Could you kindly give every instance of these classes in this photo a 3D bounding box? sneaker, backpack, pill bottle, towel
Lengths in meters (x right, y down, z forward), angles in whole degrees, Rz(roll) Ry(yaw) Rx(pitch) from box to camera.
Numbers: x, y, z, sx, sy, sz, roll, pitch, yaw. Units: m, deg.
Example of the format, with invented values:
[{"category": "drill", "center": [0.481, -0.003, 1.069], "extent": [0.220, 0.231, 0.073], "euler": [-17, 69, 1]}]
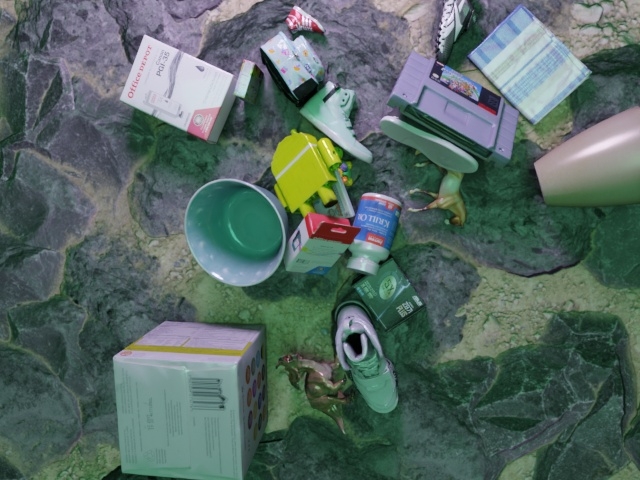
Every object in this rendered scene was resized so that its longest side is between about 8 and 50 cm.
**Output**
[{"category": "sneaker", "center": [0.326, -0.307, 1.449], "extent": [0.296, 0.104, 0.146], "euler": [32, 70, 12]}, {"category": "sneaker", "center": [0.082, -0.345, 1.504], "extent": [0.256, 0.094, 0.151], "euler": [40, 95, -2]}, {"category": "backpack", "center": [-0.078, -0.490, 1.462], "extent": [0.144, 0.166, 0.188], "euler": [-42, 95, 7]}, {"category": "pill bottle", "center": [0.149, -0.014, 1.498], "extent": [0.124, 0.124, 0.221], "euler": [15, 82, 3]}, {"category": "sneaker", "center": [0.132, 0.365, 1.527], "extent": [0.138, 0.210, 0.365], "euler": [-20, 95, 7]}, {"category": "towel", "center": [0.587, -0.492, 1.473], "extent": [0.209, 0.034, 0.285], "euler": [-45, 90, 11]}, {"category": "sneaker", "center": [0.383, -0.603, 1.453], "extent": [0.106, 0.078, 0.234], "euler": [10, 96, 6]}, {"category": "sneaker", "center": [-0.046, -0.616, 1.506], "extent": [0.118, 0.042, 0.067], "euler": [38, 95, 7]}]

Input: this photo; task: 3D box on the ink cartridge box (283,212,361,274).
[{"category": "ink cartridge box", "center": [0.000, 0.000, 1.479], "extent": [0.134, 0.078, 0.231], "euler": [9, 139, -29]}]

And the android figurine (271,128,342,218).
[{"category": "android figurine", "center": [-0.049, -0.192, 1.498], "extent": [0.248, 0.056, 0.272], "euler": [-41, 65, 34]}]

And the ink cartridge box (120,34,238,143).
[{"category": "ink cartridge box", "center": [-0.405, -0.434, 1.521], "extent": [0.283, 0.117, 0.207], "euler": [25, 99, 1]}]

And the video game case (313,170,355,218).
[{"category": "video game case", "center": [0.016, -0.130, 1.527], "extent": [0.143, 0.019, 0.157], "euler": [-12, 105, 41]}]

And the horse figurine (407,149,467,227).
[{"category": "horse figurine", "center": [0.352, -0.172, 1.517], "extent": [0.175, 0.066, 0.263], "euler": [8, 100, 10]}]

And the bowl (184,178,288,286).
[{"category": "bowl", "center": [-0.215, -0.038, 1.510], "extent": [0.312, 0.163, 0.311], "euler": [6, 107, 19]}]

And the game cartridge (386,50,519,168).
[{"category": "game cartridge", "center": [0.369, -0.363, 1.417], "extent": [0.355, 0.068, 0.230], "euler": [28, 57, -4]}]

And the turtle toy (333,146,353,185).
[{"category": "turtle toy", "center": [0.046, -0.210, 1.536], "extent": [0.095, 0.066, 0.130], "euler": [-2, 97, 5]}]

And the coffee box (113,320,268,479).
[{"category": "coffee box", "center": [-0.351, 0.444, 1.516], "extent": [0.339, 0.334, 0.337], "euler": [1, 98, 7]}]

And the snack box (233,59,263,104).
[{"category": "snack box", "center": [-0.203, -0.448, 1.490], "extent": [0.037, 0.141, 0.100], "euler": [20, 98, 2]}]

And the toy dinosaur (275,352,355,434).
[{"category": "toy dinosaur", "center": [-0.009, 0.448, 1.597], "extent": [0.201, 0.127, 0.295], "euler": [-15, 100, 6]}]

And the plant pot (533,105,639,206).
[{"category": "plant pot", "center": [0.735, -0.190, 1.409], "extent": [0.274, 0.256, 0.256], "euler": [-17, 95, 22]}]

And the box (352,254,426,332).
[{"category": "box", "center": [0.204, 0.158, 1.563], "extent": [0.147, 0.077, 0.180], "euler": [-35, 93, 7]}]
